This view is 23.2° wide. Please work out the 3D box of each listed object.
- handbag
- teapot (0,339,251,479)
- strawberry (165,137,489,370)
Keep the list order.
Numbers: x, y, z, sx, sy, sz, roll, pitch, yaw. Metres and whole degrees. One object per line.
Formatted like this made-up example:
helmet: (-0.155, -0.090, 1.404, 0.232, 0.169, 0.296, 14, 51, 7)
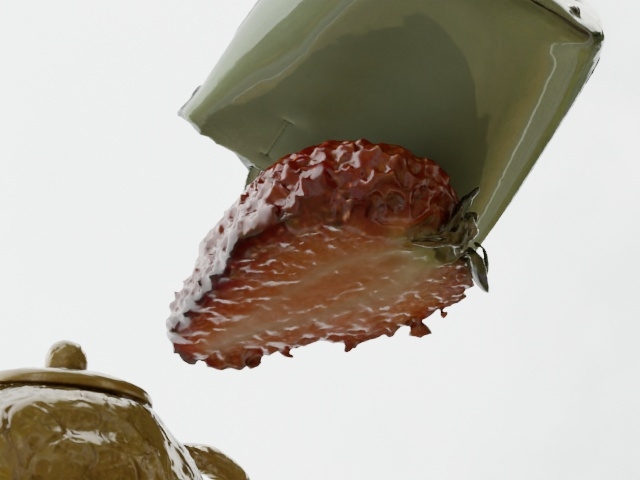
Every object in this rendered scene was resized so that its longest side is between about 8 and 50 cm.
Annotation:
handbag: (0.036, -0.082, 1.102, 0.241, 0.109, 0.315, 35, -69, -2)
teapot: (-0.162, 0.148, 1.012, 0.311, 0.203, 0.167, 19, -114, -35)
strawberry: (-0.002, -0.004, 1.082, 0.175, 0.235, 0.107, 71, -165, -51)
